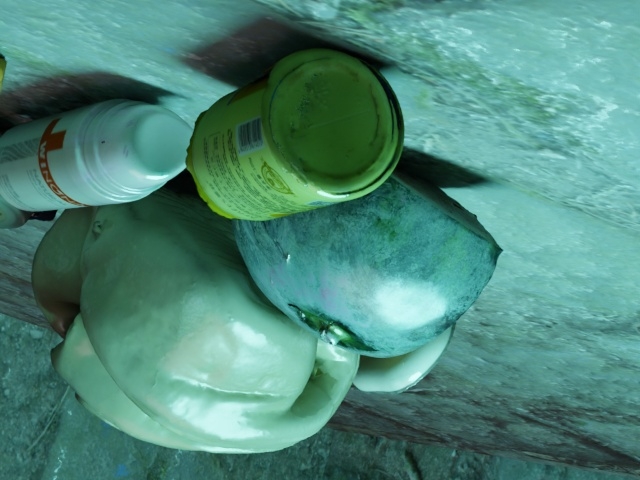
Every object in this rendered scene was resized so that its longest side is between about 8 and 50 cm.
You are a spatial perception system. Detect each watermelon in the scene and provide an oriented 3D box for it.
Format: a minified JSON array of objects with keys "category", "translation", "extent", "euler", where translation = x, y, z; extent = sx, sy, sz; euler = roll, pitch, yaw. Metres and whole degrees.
[{"category":"watermelon","translation":[-0.001,0.006,1.815],"extent":[0.188,0.175,0.322],"euler":[21,167,-33]}]

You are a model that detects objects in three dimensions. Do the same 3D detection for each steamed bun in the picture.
[{"category":"steamed bun","translation":[-0.157,0.096,2.073],"extent":[0.342,0.255,0.367],"euler":[31,-169,-47]}]

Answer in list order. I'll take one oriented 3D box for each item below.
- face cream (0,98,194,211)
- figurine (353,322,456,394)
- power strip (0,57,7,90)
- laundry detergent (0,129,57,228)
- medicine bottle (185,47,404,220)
[{"category":"face cream","translation":[-0.226,-0.082,1.878],"extent":[0.102,0.102,0.345],"euler":[20,169,-25]},{"category":"figurine","translation":[0.056,0.076,2.286],"extent":[0.141,0.166,0.250],"euler":[43,174,-17]},{"category":"power strip","translation":[-0.320,-0.146,1.822],"extent":[0.028,0.049,0.178],"euler":[12,171,-11]},{"category":"laundry detergent","translation":[-0.408,-0.084,2.134],"extent":[0.215,0.105,0.280],"euler":[7,169,35]},{"category":"medicine bottle","translation":[-0.027,-0.081,1.560],"extent":[0.124,0.124,0.239],"euler":[19,170,-18]}]
